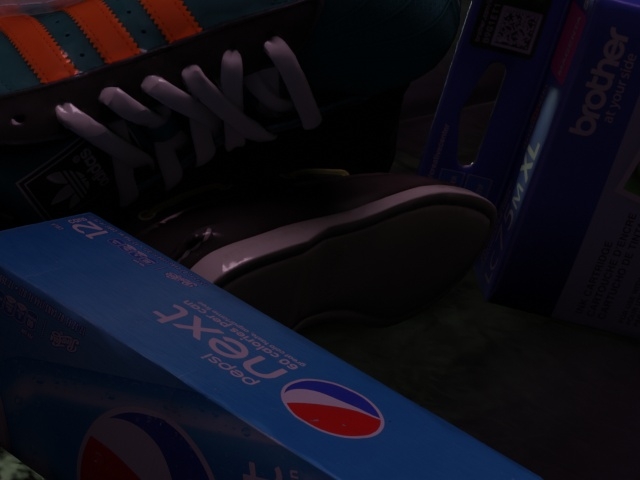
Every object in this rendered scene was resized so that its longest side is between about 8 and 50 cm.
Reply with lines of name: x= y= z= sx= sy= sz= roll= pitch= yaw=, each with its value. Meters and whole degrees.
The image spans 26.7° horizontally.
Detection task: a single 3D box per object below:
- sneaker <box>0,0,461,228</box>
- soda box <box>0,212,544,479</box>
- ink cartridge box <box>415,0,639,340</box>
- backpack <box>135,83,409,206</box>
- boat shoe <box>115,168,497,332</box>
sneaker: x=-0.086 y=-0.058 z=0.583 sx=0.302 sy=0.108 sz=0.121 roll=-8 pitch=53 yaw=14
soda box: x=-0.036 y=0.067 z=0.464 sx=0.210 sy=0.067 sz=0.071 roll=28 pitch=23 yaw=26
ink cartridge box: x=0.215 y=-0.030 z=0.754 sx=0.311 sy=0.186 sz=0.065 roll=15 pitch=22 yaw=-6
backpack: x=-0.034 y=-0.067 z=0.737 sx=0.115 sy=0.152 sz=0.182 roll=24 pitch=33 yaw=31
boat shoe: x=0.000 y=0.000 z=0.647 sx=0.068 sy=0.081 sz=0.227 roll=36 pitch=29 yaw=31
